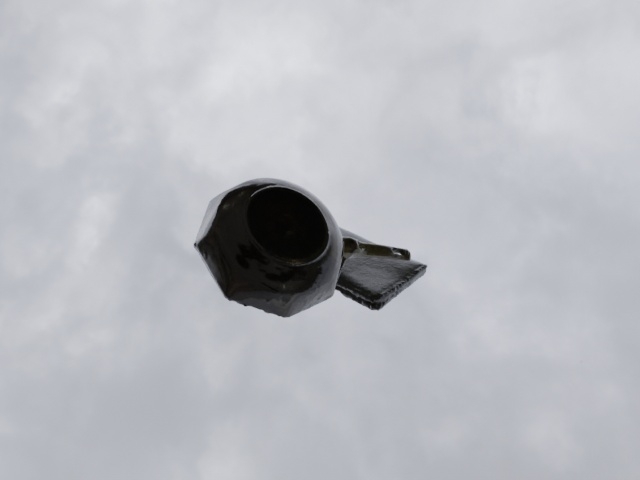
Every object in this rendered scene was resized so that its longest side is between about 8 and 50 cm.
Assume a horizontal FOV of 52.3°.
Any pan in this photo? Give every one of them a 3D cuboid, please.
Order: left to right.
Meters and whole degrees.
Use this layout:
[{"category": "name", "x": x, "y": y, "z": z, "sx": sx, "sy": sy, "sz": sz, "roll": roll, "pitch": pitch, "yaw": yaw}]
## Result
[{"category": "pan", "x": -0.008, "y": -0.014, "z": 0.582, "sx": 0.128, "sy": 0.202, "sz": 0.048, "roll": 57, "pitch": -38, "yaw": 14}]

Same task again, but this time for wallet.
[{"category": "wallet", "x": 0.009, "y": 0.014, "z": 0.867, "sx": 0.244, "sy": 0.124, "sz": 0.025, "roll": 23, "pitch": -55, "yaw": 32}]
